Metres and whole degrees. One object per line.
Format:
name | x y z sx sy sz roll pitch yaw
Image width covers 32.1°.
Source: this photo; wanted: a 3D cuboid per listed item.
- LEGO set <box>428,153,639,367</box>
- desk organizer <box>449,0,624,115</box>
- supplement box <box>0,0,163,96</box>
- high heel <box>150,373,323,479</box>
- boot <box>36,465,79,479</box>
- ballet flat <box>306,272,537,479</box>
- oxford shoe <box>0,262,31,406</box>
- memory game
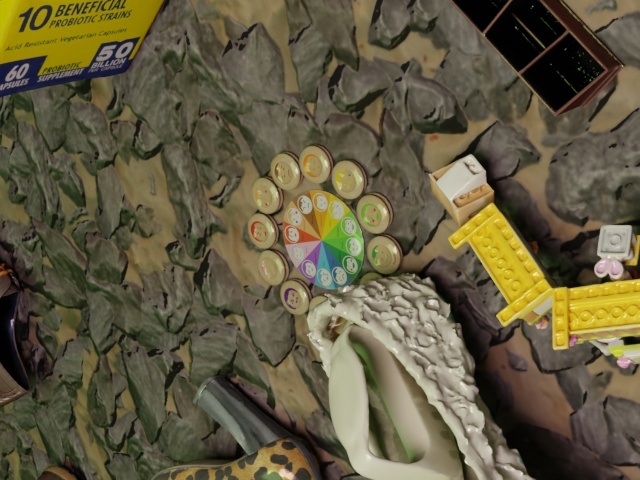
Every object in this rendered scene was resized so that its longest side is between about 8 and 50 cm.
LEGO set | 0.205 0.029 0.860 0.287 0.107 0.132 16 81 40
desk organizer | 0.159 -0.157 0.836 0.130 0.050 0.047 51 131 14
supplement box | -0.234 -0.325 1.007 0.195 0.194 0.356 50 131 15
high heel | -0.095 0.297 1.186 0.186 0.093 0.261 36 117 32
boot | -0.351 0.427 1.377 0.090 0.207 0.248 -19 93 42
ballet flat | 0.088 0.200 0.878 0.147 0.147 0.409 -57 45 38
oxford shoe | -0.444 0.034 1.397 0.133 0.130 0.364 -11 92 9
memory game | 0.000 0.000 1.055 0.186 0.012 0.186 16 116 35
